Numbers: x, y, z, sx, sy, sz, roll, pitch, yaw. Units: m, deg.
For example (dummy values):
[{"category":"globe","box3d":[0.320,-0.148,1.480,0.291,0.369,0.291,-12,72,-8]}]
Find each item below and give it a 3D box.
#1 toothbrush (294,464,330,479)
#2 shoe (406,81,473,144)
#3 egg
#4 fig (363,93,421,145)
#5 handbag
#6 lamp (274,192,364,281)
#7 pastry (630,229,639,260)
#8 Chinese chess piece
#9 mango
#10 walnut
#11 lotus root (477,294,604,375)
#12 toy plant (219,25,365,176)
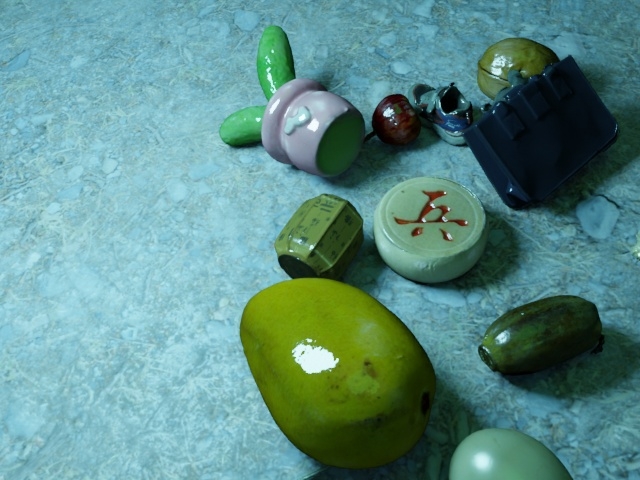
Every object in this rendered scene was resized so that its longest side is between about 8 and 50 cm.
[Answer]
[{"category":"toothbrush","box3d":[-0.045,0.438,1.383,0.294,0.026,0.028,-28,73,-14]},{"category":"shoe","box3d":[0.292,-0.335,1.885,0.099,0.125,0.227,-35,58,-16]},{"category":"egg","box3d":[0.319,0.416,1.253,0.186,0.186,0.241,-37,58,-21]},{"category":"fig","box3d":[0.172,-0.294,1.872,0.150,0.128,0.128,7,53,19]},{"category":"handbag","box3d":[0.485,-0.256,1.743,0.325,0.118,0.269,-36,96,-22]},{"category":"lamp","box3d":[0.000,0.000,1.642,0.161,0.161,0.185,24,59,23]},{"category":"pastry","box3d":[0.749,0.061,1.540,0.258,0.089,0.121,28,56,27]},{"category":"Chinese chess piece","box3d":[0.237,-0.025,1.664,0.249,0.103,0.250,-2,51,3]},{"category":"mango","box3d":[0.018,0.225,1.420,0.300,0.232,0.445,-36,45,-16]},{"category":"walnut","box3d":[0.487,-0.413,1.893,0.207,0.167,0.167,13,55,10]},{"category":"lotus root","box3d":[0.421,0.180,1.468,0.241,0.123,0.124,-18,43,-10]},{"category":"toy plant","box3d":[-0.057,-0.315,1.841,0.356,0.210,0.317,35,104,41]}]
